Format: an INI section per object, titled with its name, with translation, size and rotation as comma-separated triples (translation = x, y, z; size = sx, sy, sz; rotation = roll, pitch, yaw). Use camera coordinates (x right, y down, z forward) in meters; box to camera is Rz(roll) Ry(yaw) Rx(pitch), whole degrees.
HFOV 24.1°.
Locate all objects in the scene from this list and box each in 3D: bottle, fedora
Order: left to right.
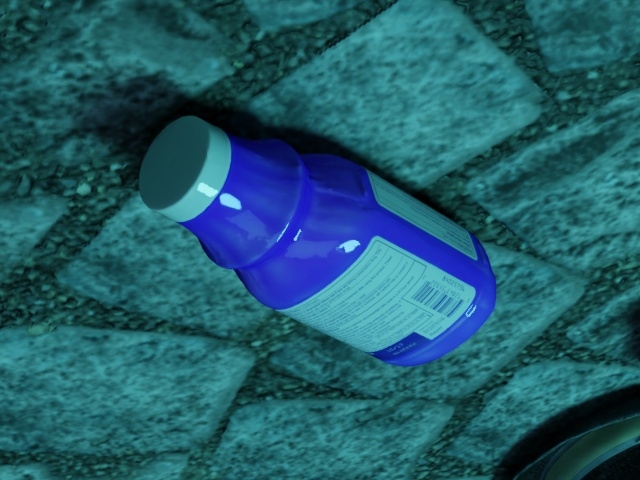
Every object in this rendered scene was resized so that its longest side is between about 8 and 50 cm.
[bottle]
translation = 0.000, 0.000, 1.037
size = 0.118, 0.092, 0.283
rotation = -38, 136, 27
[fedora]
translation = 0.335, 0.285, 1.454
size = 0.334, 0.152, 0.334
rotation = -8, 142, -6
